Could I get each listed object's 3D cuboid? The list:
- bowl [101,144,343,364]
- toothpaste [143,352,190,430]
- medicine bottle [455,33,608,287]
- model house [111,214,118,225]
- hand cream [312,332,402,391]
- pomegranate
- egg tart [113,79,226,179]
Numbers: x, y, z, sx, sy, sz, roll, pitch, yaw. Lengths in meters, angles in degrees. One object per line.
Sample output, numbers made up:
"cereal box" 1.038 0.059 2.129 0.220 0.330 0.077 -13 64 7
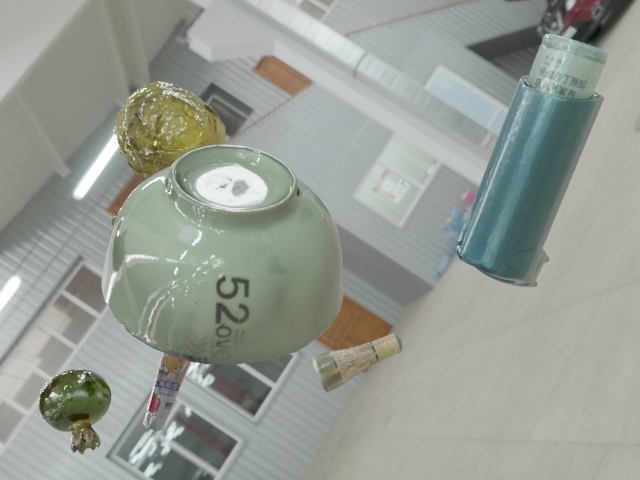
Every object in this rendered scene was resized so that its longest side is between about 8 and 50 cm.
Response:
"bowl" -0.128 -0.013 1.060 0.354 0.354 0.185 -54 -20 -51
"toothpaste" -0.284 0.261 1.416 0.043 0.067 0.194 27 99 67
"medicine bottle" 0.209 -0.068 0.747 0.124 0.079 0.258 -9 -59 -54
"model house" -0.518 -0.051 2.049 0.066 0.078 0.083 -15 26 20
"hand cream" 0.086 0.259 1.662 0.203 0.084 0.084 -23 -5 -3
"pomegranate" -0.398 0.279 1.230 0.115 0.142 0.114 -17 -30 -10
"egg tart" -0.316 -0.230 1.599 0.232 0.252 0.098 -21 -2 -14
